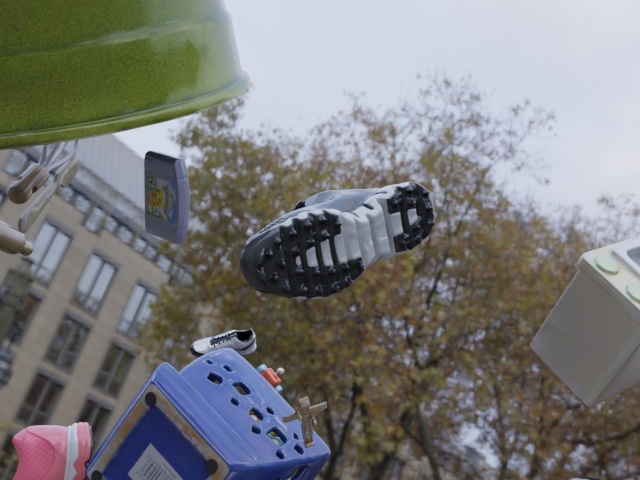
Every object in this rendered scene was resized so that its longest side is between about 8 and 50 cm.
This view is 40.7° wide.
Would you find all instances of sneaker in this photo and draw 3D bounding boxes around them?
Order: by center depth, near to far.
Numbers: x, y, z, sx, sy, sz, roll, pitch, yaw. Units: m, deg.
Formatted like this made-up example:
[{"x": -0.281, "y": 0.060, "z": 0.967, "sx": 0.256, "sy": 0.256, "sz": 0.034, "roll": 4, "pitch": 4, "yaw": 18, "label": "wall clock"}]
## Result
[{"x": 0.000, "y": 0.000, "z": 0.794, "sx": 0.106, "sy": 0.234, "sz": 0.078, "roll": 0, "pitch": -75, "yaw": 43, "label": "sneaker"}, {"x": -0.428, "y": 0.430, "z": 1.304, "sx": 0.136, "sy": 0.314, "sz": 0.116, "roll": 8, "pitch": -12, "yaw": -11, "label": "sneaker"}, {"x": -0.154, "y": 0.161, "z": 1.370, "sx": 0.109, "sy": 0.040, "sz": 0.044, "roll": -7, "pitch": -40, "yaw": -21, "label": "sneaker"}]

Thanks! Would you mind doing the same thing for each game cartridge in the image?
[{"x": -0.147, "y": -0.041, "z": 0.822, "sx": 0.056, "sy": 0.083, "sz": 0.017, "roll": 16, "pitch": 22, "yaw": 37, "label": "game cartridge"}]

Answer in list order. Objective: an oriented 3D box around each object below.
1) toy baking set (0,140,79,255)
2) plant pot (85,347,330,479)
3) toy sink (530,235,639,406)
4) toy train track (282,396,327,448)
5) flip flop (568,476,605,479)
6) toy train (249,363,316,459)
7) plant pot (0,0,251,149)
[{"x": -0.335, "y": -0.077, "z": 0.992, "sx": 0.030, "sy": 0.197, "sz": 0.256, "roll": 15, "pitch": -16, "yaw": 10, "label": "toy baking set"}, {"x": -0.166, "y": 0.307, "z": 1.187, "sx": 0.236, "sy": 0.236, "sz": 0.212, "roll": 41, "pitch": 11, "yaw": 23, "label": "plant pot"}, {"x": 0.413, "y": 0.084, "z": 1.153, "sx": 0.131, "sy": 0.153, "sz": 0.234, "roll": 49, "pitch": -44, "yaw": 31, "label": "toy sink"}, {"x": -0.013, "y": 0.190, "z": 0.881, "sx": 0.048, "sy": 0.014, "sz": 0.083, "roll": -17, "pitch": -44, "yaw": -12, "label": "toy train track"}, {"x": 0.250, "y": 0.236, "z": 0.488, "sx": 0.277, "sy": 0.080, "sz": 0.112, "roll": 29, "pitch": 5, "yaw": 12, "label": "flip flop"}, {"x": -0.086, "y": 0.305, "z": 1.487, "sx": 0.125, "sy": 0.166, "sz": 0.046, "roll": -42, "pitch": -18, "yaw": 20, "label": "toy train"}, {"x": -0.266, "y": -0.295, "z": 0.784, "sx": 0.366, "sy": 0.366, "sz": 0.353, "roll": 4, "pitch": -68, "yaw": 27, "label": "plant pot"}]
